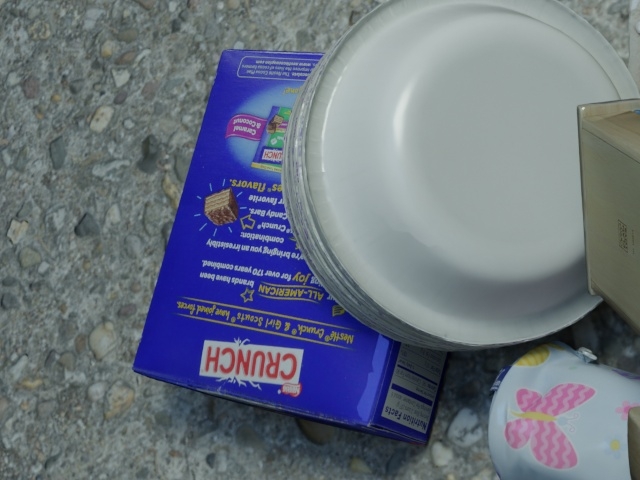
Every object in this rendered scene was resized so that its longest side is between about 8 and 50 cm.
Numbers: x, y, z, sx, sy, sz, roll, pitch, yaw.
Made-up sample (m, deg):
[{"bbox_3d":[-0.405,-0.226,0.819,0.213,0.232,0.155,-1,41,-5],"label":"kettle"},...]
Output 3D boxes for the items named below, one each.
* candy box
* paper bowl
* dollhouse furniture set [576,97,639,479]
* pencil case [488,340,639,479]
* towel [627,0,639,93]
[{"bbox_3d":[0.000,0.000,1.177,0.268,0.122,0.317,9,77,35],"label":"candy box"},{"bbox_3d":[0.121,-0.060,1.001,0.148,0.284,0.284,150,135,-75],"label":"paper bowl"},{"bbox_3d":[0.343,0.024,0.840,0.303,0.198,0.287,-7,104,-1],"label":"dollhouse furniture set"},{"bbox_3d":[0.258,0.152,0.949,0.273,0.113,0.124,10,50,37],"label":"pencil case"},{"bbox_3d":[0.334,-0.209,1.014,0.187,0.049,0.282,5,96,34],"label":"towel"}]
